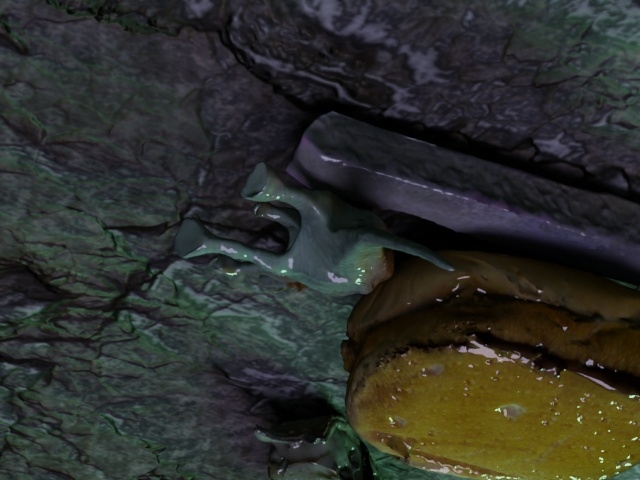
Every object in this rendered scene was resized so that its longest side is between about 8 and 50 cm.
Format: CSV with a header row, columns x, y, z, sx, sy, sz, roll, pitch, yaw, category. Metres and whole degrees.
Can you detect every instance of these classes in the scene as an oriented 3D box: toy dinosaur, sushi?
x,y,z,sx,sy,sz,roll,pitch,yaw,category
0.000,0.000,1.445,0.205,0.092,0.393,23,162,-32,toy dinosaur
0.011,0.260,1.850,0.134,0.109,0.273,-22,121,30,sushi

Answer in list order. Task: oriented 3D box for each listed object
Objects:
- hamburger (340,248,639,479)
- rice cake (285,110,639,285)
x,y,z,sx,sy,sz,roll,pitch,yaw,category
0.185,0.120,1.583,0.304,0.174,0.284,14,155,-18,hamburger
0.158,-0.035,1.509,0.399,0.064,0.070,16,149,-18,rice cake
